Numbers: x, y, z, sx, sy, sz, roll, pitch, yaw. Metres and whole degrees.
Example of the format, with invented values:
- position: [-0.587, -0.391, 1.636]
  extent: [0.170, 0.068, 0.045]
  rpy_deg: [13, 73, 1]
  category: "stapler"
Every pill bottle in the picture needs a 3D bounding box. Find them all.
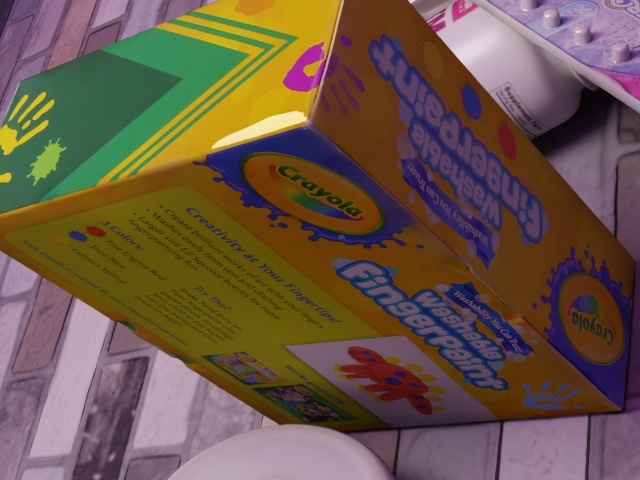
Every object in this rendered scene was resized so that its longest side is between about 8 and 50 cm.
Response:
- position: [0.163, -0.166, 1.136]
  extent: [0.283, 0.160, 0.160]
  rpy_deg: [-28, 45, 25]
  category: "pill bottle"

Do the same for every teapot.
- position: [-0.025, 0.297, 0.961]
  extent: [0.252, 0.187, 0.256]
  rpy_deg: [-14, 29, 2]
  category: "teapot"

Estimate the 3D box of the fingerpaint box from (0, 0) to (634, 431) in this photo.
- position: [0.000, 0.000, 0.945]
  extent: [0.371, 0.445, 0.163]
  rpy_deg: [-12, 53, 38]
  category: "fingerpaint box"

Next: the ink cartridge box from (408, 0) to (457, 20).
- position: [0.137, -0.350, 1.370]
  extent: [0.115, 0.067, 0.198]
  rpy_deg: [-28, 47, 24]
  category: "ink cartridge box"

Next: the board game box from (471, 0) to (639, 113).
- position: [0.344, -0.261, 0.967]
  extent: [0.389, 0.050, 0.390]
  rpy_deg: [-24, 41, -14]
  category: "board game box"
